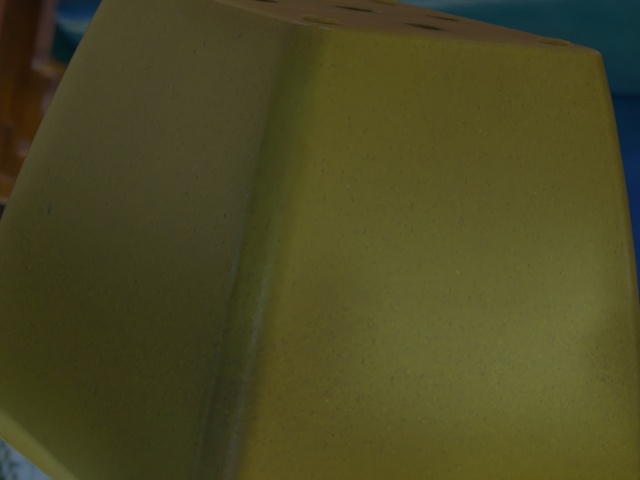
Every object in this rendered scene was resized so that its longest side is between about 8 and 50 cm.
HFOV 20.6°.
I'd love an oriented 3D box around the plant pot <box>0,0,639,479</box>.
[{"bbox_3d":[0.000,0.000,0.693,0.212,0.187,0.212,0,-165,-36],"label":"plant pot"}]
